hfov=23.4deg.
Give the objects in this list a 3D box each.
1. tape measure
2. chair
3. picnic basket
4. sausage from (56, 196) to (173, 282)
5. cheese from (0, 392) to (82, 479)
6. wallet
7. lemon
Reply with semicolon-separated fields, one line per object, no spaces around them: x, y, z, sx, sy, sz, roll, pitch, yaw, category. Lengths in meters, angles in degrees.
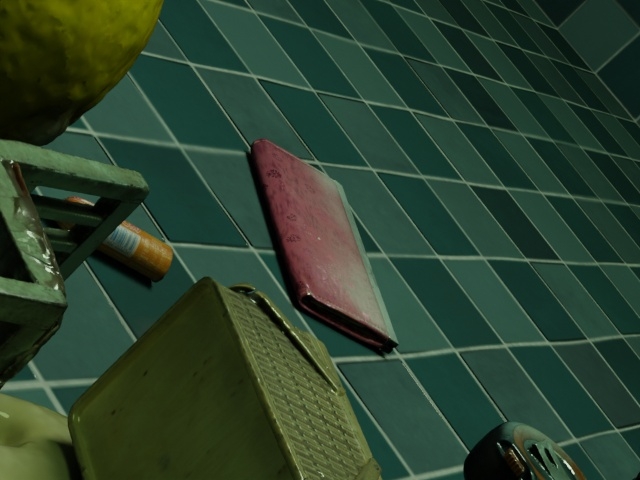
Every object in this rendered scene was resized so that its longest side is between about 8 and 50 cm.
0.179;0.140;1.046;0.107;0.180;0.104;49;37;16;tape measure
-0.203;0.029;0.878;0.270;0.136;0.147;18;36;-52;chair
-0.041;0.110;0.714;0.079;0.115;0.164;33;22;-39;picnic basket
-0.159;-0.005;1.160;0.107;0.031;0.031;33;25;-31;sausage
-0.173;0.141;0.752;0.351;0.129;0.328;48;17;3;cheese
0.000;0.000;1.447;0.119;0.025;0.232;31;26;-35;wallet
-0.237;-0.206;1.051;0.293;0.293;0.293;38;23;-19;lemon
